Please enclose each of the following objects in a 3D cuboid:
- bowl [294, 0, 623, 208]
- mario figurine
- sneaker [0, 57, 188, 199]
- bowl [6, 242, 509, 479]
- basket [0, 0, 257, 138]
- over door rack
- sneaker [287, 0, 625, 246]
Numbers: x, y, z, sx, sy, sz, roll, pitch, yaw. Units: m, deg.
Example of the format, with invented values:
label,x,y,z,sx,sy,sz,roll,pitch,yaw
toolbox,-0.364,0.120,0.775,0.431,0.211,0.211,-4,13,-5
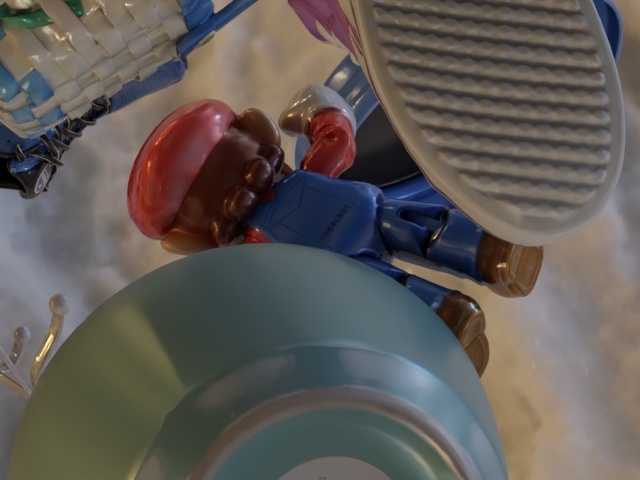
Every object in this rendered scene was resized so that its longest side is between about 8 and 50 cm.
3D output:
label,x,y,z,sx,sy,sz,roll,pitch,yaw
bowl,0.146,-0.146,1.650,0.391,0.391,0.077,-27,64,-15
mario figurine,0.000,0.000,1.127,0.320,0.170,0.198,25,34,27
sneaker,-0.287,-0.117,1.602,0.330,0.130,0.147,-24,65,0
bowl,-0.016,0.161,0.868,0.311,0.163,0.311,-1,94,-15
basket,-0.133,-0.217,0.929,0.289,0.201,0.255,-44,87,-10
over door rack,-0.366,0.035,1.463,0.239,0.324,0.108,25,75,34
sneaker,0.049,-0.105,0.733,0.102,0.161,0.282,-25,71,-7
